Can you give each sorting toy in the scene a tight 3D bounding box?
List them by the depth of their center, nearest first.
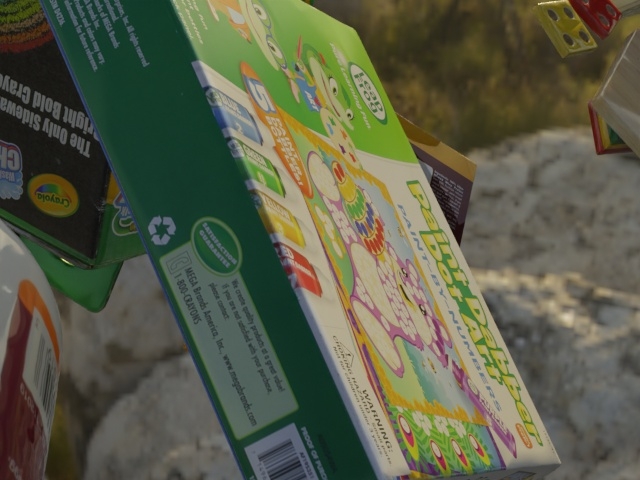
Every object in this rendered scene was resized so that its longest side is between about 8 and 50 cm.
[{"bbox_3d":[0.260,-0.090,1.337,0.274,0.046,0.132,45,37,-8],"label":"sorting toy"}]

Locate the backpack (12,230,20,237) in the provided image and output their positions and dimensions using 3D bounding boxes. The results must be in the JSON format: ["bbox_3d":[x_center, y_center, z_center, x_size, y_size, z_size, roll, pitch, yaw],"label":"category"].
[{"bbox_3d":[-0.245,-0.078,1.320,0.152,0.182,0.115,-9,2,-32],"label":"backpack"}]

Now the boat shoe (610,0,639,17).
[{"bbox_3d":[0.418,-0.369,1.455,0.156,0.500,0.187,53,16,4],"label":"boat shoe"}]

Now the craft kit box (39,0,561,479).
[{"bbox_3d":[0.000,0.000,0.729,0.061,0.246,0.250,-28,75,15],"label":"craft kit box"}]

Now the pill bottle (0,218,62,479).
[{"bbox_3d":[-0.241,0.156,0.733,0.224,0.224,0.392,1,36,-2],"label":"pill bottle"}]

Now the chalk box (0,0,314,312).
[{"bbox_3d":[-0.136,-0.100,1.100,0.180,0.289,0.179,28,28,30],"label":"chalk box"}]

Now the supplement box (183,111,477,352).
[{"bbox_3d":[0.008,0.013,1.419,0.129,0.191,0.194,31,57,-26],"label":"supplement box"}]
